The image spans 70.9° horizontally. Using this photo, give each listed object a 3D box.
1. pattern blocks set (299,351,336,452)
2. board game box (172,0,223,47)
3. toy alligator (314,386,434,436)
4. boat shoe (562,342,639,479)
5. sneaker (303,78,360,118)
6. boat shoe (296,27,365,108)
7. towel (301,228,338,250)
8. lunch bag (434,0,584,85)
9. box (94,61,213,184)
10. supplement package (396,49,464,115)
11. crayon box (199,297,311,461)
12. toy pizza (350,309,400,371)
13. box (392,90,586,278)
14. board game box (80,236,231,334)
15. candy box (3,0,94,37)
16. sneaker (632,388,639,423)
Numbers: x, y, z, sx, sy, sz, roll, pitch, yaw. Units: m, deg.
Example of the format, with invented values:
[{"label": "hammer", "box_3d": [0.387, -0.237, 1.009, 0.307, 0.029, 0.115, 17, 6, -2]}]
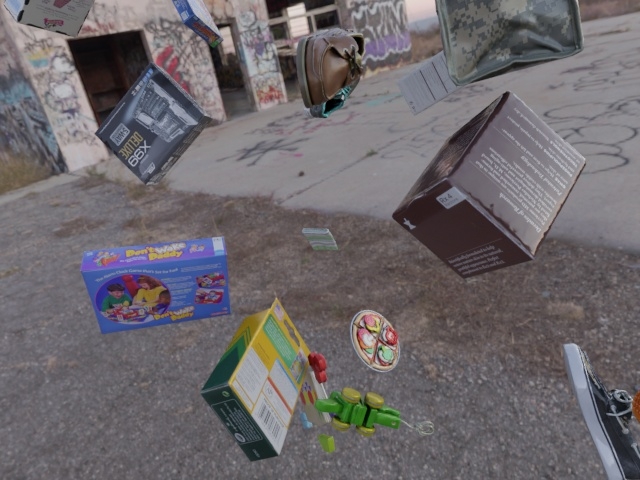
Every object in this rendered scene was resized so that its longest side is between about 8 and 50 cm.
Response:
[{"label": "pattern blocks set", "box_3d": [-0.018, 0.430, 1.229, 0.026, 0.286, 0.325, -14, -6, -24]}, {"label": "board game box", "box_3d": [-0.314, -0.569, 1.053, 0.035, 0.201, 0.136, -30, -7, 14]}, {"label": "toy alligator", "box_3d": [0.077, 0.258, 0.677, 0.189, 0.056, 0.051, 17, 5, -13]}, {"label": "boat shoe", "box_3d": [0.622, 0.366, 0.972, 0.104, 0.306, 0.113, -21, -13, 20]}, {"label": "sneaker", "box_3d": [0.041, -0.340, 1.058, 0.166, 0.065, 0.076, -45, 40, -8]}, {"label": "boat shoe", "box_3d": [0.028, -0.347, 0.857, 0.104, 0.111, 0.307, -2, 40, 12]}, {"label": "towel", "box_3d": [0.000, 0.000, 1.789, 0.113, 0.152, 0.023, 2, 60, 21]}, {"label": "lunch bag", "box_3d": [0.218, -0.360, 0.576, 0.168, 0.287, 0.235, -9, 16, 21]}, {"label": "box", "box_3d": [-0.541, -0.371, 1.459, 0.307, 0.242, 0.076, -45, -2, 11]}, {"label": "supplement package", "box_3d": [0.312, -0.425, 1.175, 0.179, 0.105, 0.105, -24, 9, 40]}, {"label": "crayon box", "box_3d": [-0.132, 0.308, 1.051, 0.083, 0.203, 0.323, -23, 18, 22]}, {"label": "toy pizza", "box_3d": [0.178, 0.308, 1.403, 0.032, 0.201, 0.201, -40, -3, 42]}, {"label": "box", "box_3d": [0.257, -0.079, 0.701, 0.203, 0.167, 0.168, -52, 5, -22]}, {"label": "board game box", "box_3d": [-0.425, 0.121, 1.212, 0.347, 0.233, 0.078, -6, 40, -15]}, {"label": "candy box", "box_3d": [-0.632, -0.625, 1.087, 0.233, 0.071, 0.159, -45, -11, 25]}, {"label": "sneaker", "box_3d": [0.695, 0.249, 0.851, 0.121, 0.263, 0.099, -3, 27, -17]}]
